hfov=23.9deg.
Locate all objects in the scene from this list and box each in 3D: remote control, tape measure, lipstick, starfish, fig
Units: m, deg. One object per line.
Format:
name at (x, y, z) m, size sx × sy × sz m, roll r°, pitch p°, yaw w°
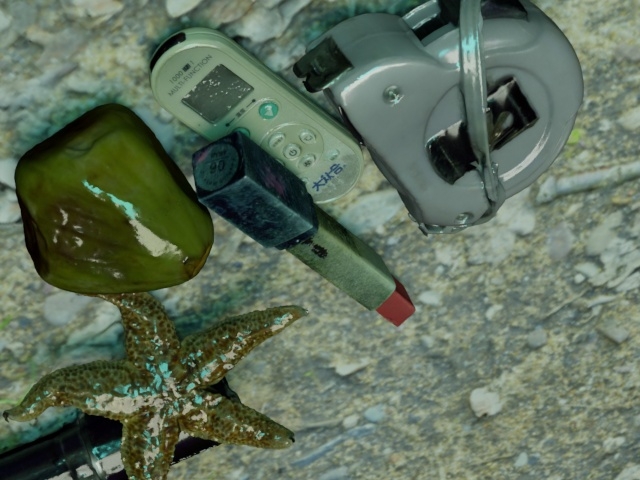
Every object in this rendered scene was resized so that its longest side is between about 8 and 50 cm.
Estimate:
remote control at (-0.051, -0.102, 1.255) m, size 0.078 × 0.042 × 0.221 m, roll -40°, pitch 127°, yaw 21°
tape measure at (0.119, -0.116, 1.256) m, size 0.197 × 0.120 × 0.236 m, roll -36°, pitch 131°, yaw 5°
lipstick at (-0.215, 0.200, 1.395) m, size 0.300 × 0.081 × 0.081 m, roll -23°, pitch 128°, yaw -4°
starfish at (-0.134, 0.136, 1.331) m, size 0.277 × 0.062 × 0.235 m, roll -19°, pitch 93°, yaw -9°
fig at (-0.161, -0.026, 1.212) m, size 0.166 × 0.154 × 0.144 m, roll 23°, pitch 164°, yaw 6°
lipstick at (0.000, 0.000, 1.311) m, size 0.051 × 0.051 × 0.312 m, roll -28°, pitch 144°, yaw 20°
